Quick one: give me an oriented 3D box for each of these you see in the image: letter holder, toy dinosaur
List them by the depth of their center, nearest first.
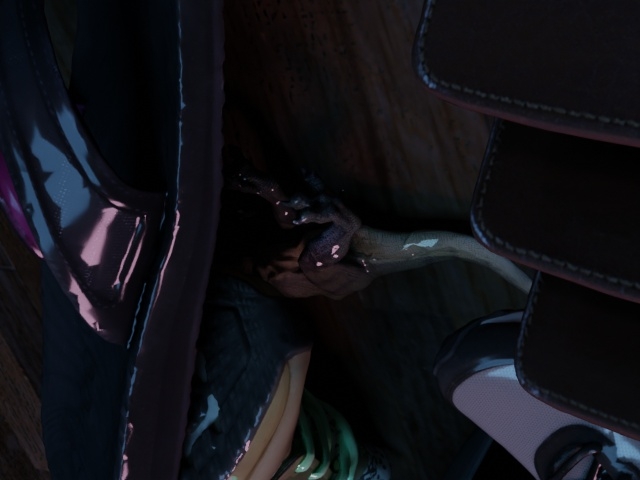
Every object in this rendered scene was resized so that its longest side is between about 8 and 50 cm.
[{"bbox_3d":[0.188,-0.025,0.443,0.302,0.214,0.152,9,168,36],"label":"letter holder"},{"bbox_3d":[0.000,0.000,0.794,0.268,0.064,0.118,-4,142,40],"label":"toy dinosaur"}]

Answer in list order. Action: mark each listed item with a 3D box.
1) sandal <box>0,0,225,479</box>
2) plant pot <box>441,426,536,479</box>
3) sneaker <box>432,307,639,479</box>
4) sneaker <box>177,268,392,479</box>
[{"bbox_3d":[-0.127,-0.026,0.700,0.167,0.107,0.446,38,128,52],"label":"sandal"},{"bbox_3d":[0.123,0.227,0.857,0.166,0.165,0.234,34,146,3],"label":"plant pot"},{"bbox_3d":[0.166,0.125,0.604,0.271,0.108,0.100,34,143,4],"label":"sneaker"},{"bbox_3d":[-0.037,0.135,0.900,0.410,0.182,0.158,113,143,-57],"label":"sneaker"}]
